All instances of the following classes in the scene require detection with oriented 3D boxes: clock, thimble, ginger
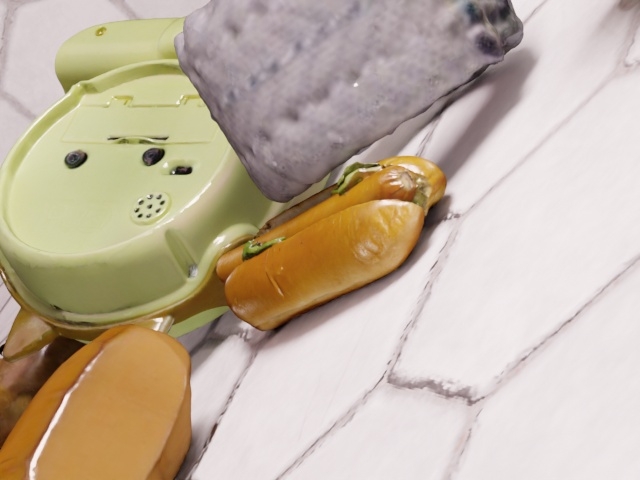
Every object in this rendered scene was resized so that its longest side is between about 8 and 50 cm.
[{"bbox_3d":[-0.151,-0.042,1.519,0.286,0.117,0.348,2,50,28],"label":"clock"},{"bbox_3d":[0.020,-0.150,1.318,0.245,0.157,0.217,-32,3,38],"label":"thimble"},{"bbox_3d":[-0.254,0.088,1.707,0.107,0.133,0.309,72,-147,-62],"label":"ginger"}]

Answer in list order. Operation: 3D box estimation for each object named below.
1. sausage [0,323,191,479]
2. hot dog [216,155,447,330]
[{"bbox_3d":[-0.170,0.166,1.273,0.136,0.120,0.241,-56,6,46],"label":"sausage"},{"bbox_3d":[0.000,0.000,1.287,0.249,0.068,0.100,-29,23,53],"label":"hot dog"}]
